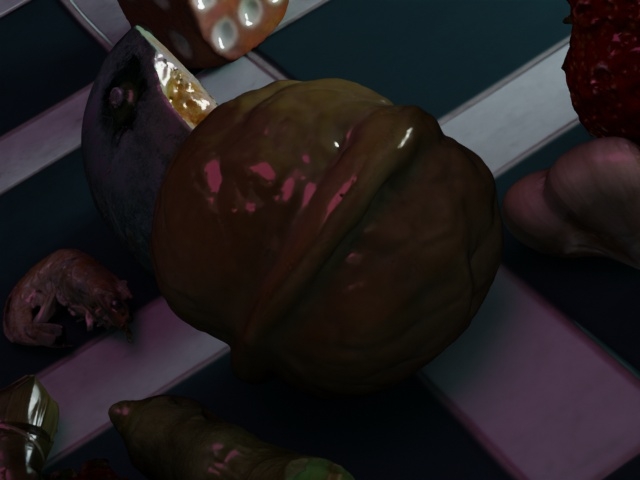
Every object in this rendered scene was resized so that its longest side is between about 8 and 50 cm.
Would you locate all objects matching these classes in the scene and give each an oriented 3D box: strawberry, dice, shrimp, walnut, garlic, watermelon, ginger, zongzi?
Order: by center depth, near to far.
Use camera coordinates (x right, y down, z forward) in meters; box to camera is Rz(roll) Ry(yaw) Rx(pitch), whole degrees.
[{"bbox_3d":[-0.069,0.187,1.014,0.289,0.137,0.089,13,89,41],"label":"ginger"},{"bbox_3d":[0.000,0.000,1.094,0.296,0.285,0.285,32,57,4],"label":"walnut"},{"bbox_3d":[0.346,-0.172,1.117,0.257,0.257,0.277,-26,42,-1],"label":"strawberry"},{"bbox_3d":[0.238,-0.031,1.121,0.174,0.124,0.099,-25,45,47],"label":"garlic"},{"bbox_3d":[-0.327,0.219,1.165,0.160,0.078,0.176,-19,41,16],"label":"zongzi"},{"bbox_3d":[-0.179,-0.083,1.313,0.188,0.175,0.322,-45,49,3],"label":"watermelon"},{"bbox_3d":[-0.266,0.074,1.325,0.126,0.047,0.223,-46,36,-15],"label":"shrimp"},{"bbox_3d":[-0.159,-0.342,1.653,0.175,0.174,0.179,-41,39,-22],"label":"dice"}]

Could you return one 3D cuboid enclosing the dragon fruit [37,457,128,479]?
[{"bbox_3d":[-0.187,0.263,0.920,0.200,0.269,0.198,46,110,15],"label":"dragon fruit"}]
